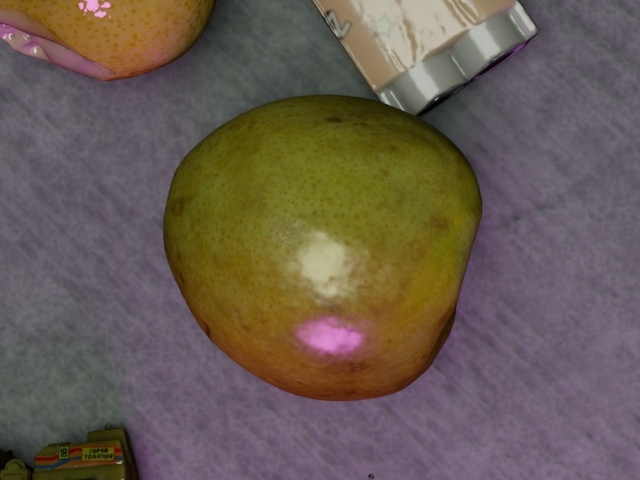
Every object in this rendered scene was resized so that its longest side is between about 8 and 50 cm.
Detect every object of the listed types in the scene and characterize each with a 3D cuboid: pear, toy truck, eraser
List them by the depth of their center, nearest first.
[{"bbox_3d":[0.000,0.000,1.519,0.304,0.304,0.304,0,92,6],"label":"pear"},{"bbox_3d":[-0.221,-0.276,1.555,0.271,0.271,0.271,0,92,6],"label":"pear"},{"bbox_3d":[0.068,-0.277,1.601,0.171,0.087,0.290,-34,88,8],"label":"eraser"},{"bbox_3d":[-0.314,0.264,1.651,0.257,0.127,0.127,-11,71,3],"label":"toy truck"}]
